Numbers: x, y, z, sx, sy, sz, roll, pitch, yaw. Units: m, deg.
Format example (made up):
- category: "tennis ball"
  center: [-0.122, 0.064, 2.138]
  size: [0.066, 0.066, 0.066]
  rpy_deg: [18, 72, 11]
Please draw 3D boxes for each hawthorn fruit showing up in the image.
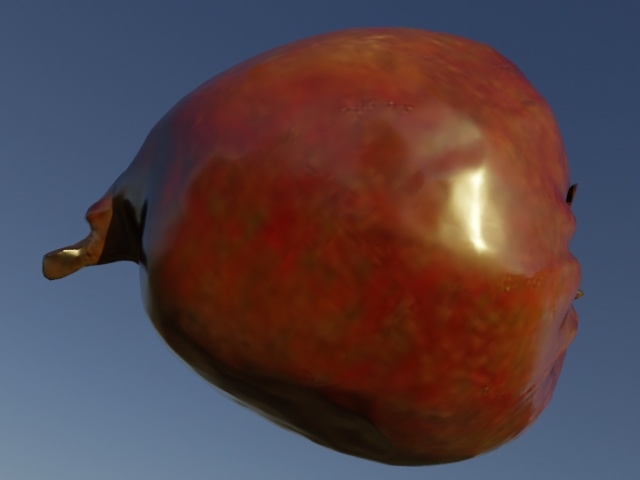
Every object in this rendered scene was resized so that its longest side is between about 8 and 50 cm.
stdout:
- category: "hawthorn fruit"
  center: [0.023, -0.001, 0.519]
  size: [0.324, 0.308, 0.308]
  rpy_deg: [4, -34, 31]
